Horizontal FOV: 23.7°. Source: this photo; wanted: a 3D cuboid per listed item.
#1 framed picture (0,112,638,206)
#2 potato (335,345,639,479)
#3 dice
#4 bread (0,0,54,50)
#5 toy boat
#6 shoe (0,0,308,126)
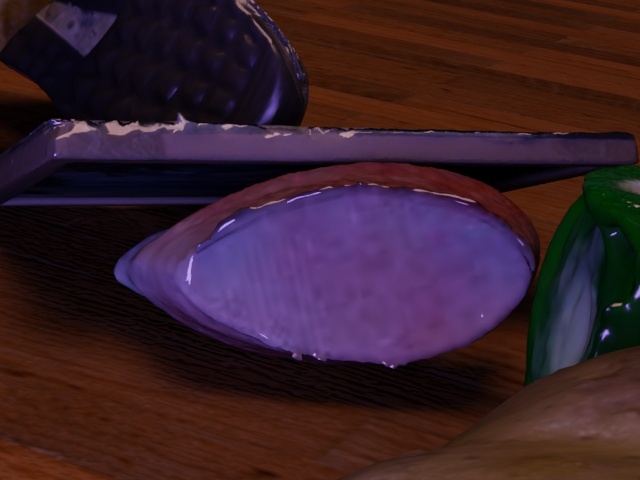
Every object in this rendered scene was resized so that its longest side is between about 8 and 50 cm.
[{"bbox_3d":[-0.019,-0.039,0.839,0.315,0.024,0.232,0,-4,-21],"label":"framed picture"},{"bbox_3d":[0.088,0.103,0.390,0.191,0.141,0.296,-3,13,25],"label":"potato"},{"bbox_3d":[0.151,0.045,0.614,0.120,0.128,0.131,9,16,-1],"label":"dice"},{"bbox_3d":[-0.227,-0.137,0.944,0.088,0.232,0.128,48,-6,-17],"label":"bread"},{"bbox_3d":[0.000,0.000,0.799,0.206,0.096,0.282,-5,9,-3],"label":"toy boat"},{"bbox_3d":[-0.100,-0.116,1.054,0.336,0.132,0.171,31,5,42],"label":"shoe"}]
